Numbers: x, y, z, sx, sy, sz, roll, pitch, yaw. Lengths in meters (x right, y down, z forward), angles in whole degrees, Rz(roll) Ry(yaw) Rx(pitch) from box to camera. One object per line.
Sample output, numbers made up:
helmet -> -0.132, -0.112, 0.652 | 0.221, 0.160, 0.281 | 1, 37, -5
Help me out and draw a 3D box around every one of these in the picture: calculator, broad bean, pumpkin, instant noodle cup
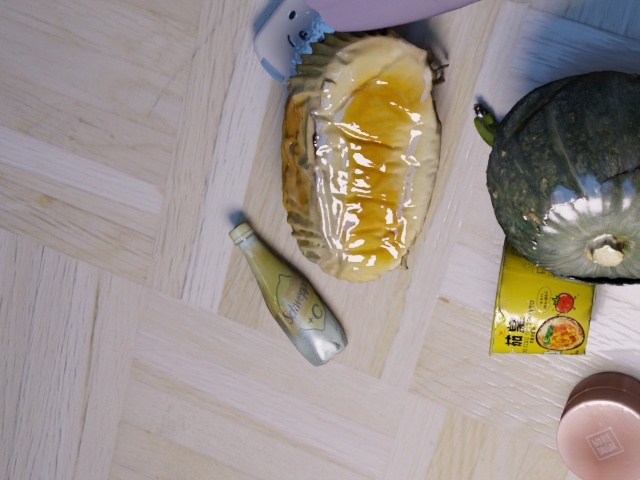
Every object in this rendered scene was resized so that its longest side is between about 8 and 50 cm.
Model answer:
calculator -> -0.014, -0.332, 1.799 | 0.121, 0.039, 0.210 | 43, 117, 1
broad bean -> 0.313, -0.151, 1.732 | 0.195, 0.046, 0.061 | 17, 116, 17
pumpkin -> 0.391, -0.079, 1.587 | 0.328, 0.257, 0.291 | -4, 143, 14
instant noodle cup -> 0.333, 0.093, 1.745 | 0.144, 0.182, 0.182 | 8, 111, 9

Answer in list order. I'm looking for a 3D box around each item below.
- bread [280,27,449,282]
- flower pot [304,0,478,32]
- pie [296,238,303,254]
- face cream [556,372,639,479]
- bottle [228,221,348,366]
bread -> 0.055, -0.133, 1.767 | 0.236, 0.183, 0.388 | 7, 108, -9
flower pot -> 0.096, -0.409, 1.615 | 0.243, 0.265, 0.265 | -22, 99, 36
pie -> -0.001, 0.001, 1.919 | 0.084, 0.021, 0.084 | 6, 112, 15
face cream -> 0.443, 0.290, 1.800 | 0.149, 0.104, 0.149 | 7, 110, 19
bottle -> -0.060, 0.085, 1.935 | 0.083, 0.083, 0.269 | -37, 91, 27
